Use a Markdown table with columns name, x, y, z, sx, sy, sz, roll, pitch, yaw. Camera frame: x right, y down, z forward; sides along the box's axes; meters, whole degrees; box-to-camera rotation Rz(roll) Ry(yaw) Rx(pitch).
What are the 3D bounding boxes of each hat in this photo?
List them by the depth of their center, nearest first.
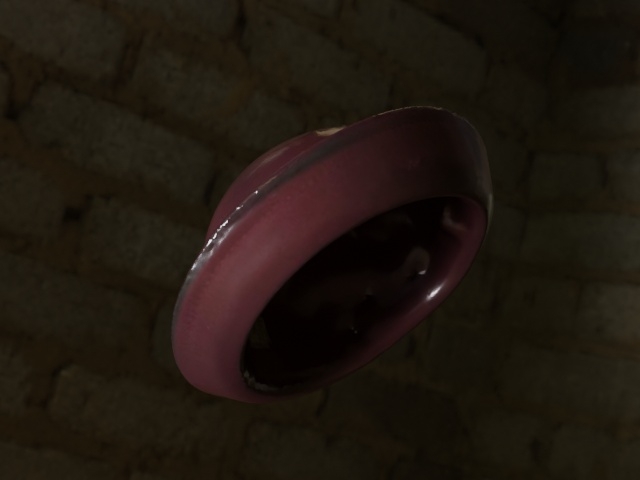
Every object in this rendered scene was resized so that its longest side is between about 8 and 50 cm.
| name | x | y | z | sx | sy | sz | roll | pitch | yaw |
| --- | --- | --- | --- | --- | --- | --- | --- | --- | --- |
| hat | 0.000 | 0.000 | 0.703 | 0.089 | 0.205 | 0.205 | 53 | -169 | 28 |
